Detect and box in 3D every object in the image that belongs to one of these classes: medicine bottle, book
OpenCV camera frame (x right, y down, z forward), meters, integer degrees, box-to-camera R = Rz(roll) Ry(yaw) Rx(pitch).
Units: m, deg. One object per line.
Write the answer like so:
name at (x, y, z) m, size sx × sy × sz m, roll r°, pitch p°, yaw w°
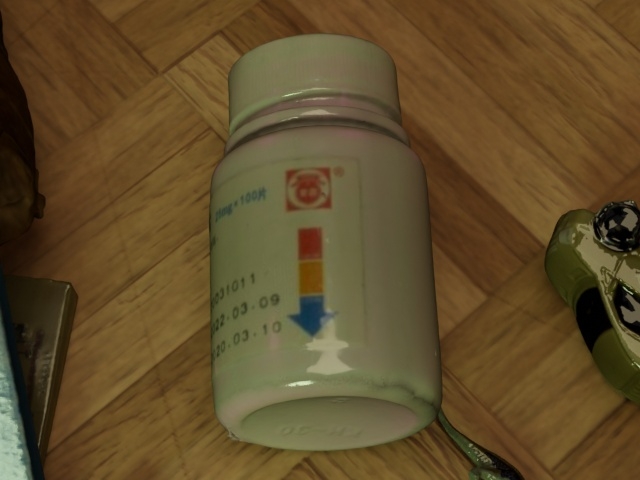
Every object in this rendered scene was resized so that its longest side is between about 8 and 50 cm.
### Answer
medicine bottle at (0.000, 0.000, 1.082) m, size 0.170 × 0.170 × 0.293 m, roll -1°, pitch 67°, yaw -3°
book at (-0.315, 0.093, 1.104) m, size 0.230 × 0.026 × 0.161 m, roll 6°, pitch 66°, yaw 1°

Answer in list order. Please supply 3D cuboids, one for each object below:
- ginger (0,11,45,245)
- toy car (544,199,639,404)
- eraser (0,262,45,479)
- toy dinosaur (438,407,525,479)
ginger at (-0.361, -0.152, 1.135) m, size 0.254 × 0.176 × 0.418 m, roll -25°, pitch 70°, yaw 0°
toy car at (0.282, 0.075, 1.100) m, size 0.256 × 0.101 × 0.124 m, roll 26°, pitch 71°, yaw 7°
eraser at (-0.285, 0.080, 1.012) m, size 0.144 × 0.042 × 0.312 m, roll -9°, pitch 101°, yaw -1°
toy dinosaur at (0.131, 0.193, 1.077) m, size 0.058 × 0.037 × 0.180 m, roll -26°, pitch 75°, yaw -38°
